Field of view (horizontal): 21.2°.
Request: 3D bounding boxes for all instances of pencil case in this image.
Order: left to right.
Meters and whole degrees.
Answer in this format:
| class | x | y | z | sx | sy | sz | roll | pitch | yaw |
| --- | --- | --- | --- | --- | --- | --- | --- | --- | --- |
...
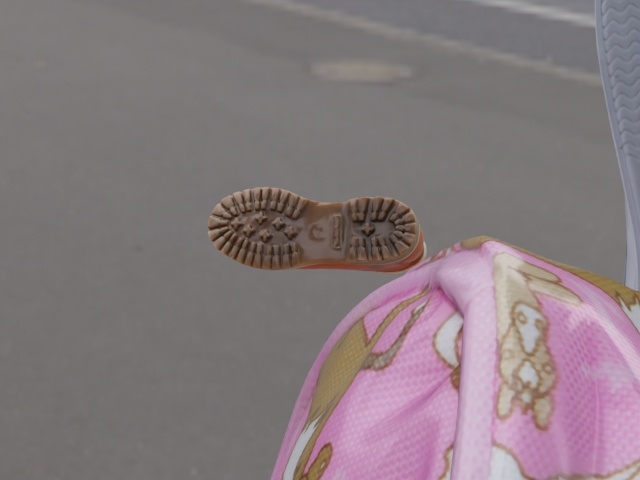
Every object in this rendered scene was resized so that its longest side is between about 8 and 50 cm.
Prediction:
| class | x | y | z | sx | sy | sz | roll | pitch | yaw |
| --- | --- | --- | --- | --- | --- | --- | --- | --- | --- |
| pencil case | 0.159 | 0.128 | 0.410 | 0.386 | 0.167 | 0.160 | 20 | -26 | -14 |

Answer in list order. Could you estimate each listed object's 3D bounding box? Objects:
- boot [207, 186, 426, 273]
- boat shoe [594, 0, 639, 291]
| class | x | y | z | sx | sy | sz | roll | pitch | yaw |
| --- | --- | --- | --- | --- | --- | --- | --- | --- | --- |
| boot | 0.000 | 0.000 | 1.238 | 0.158 | 0.059 | 0.084 | 5 | -9 | 16 |
| boat shoe | 0.148 | 0.029 | 0.548 | 0.109 | 0.302 | 0.094 | 1 | 8 | 29 |
